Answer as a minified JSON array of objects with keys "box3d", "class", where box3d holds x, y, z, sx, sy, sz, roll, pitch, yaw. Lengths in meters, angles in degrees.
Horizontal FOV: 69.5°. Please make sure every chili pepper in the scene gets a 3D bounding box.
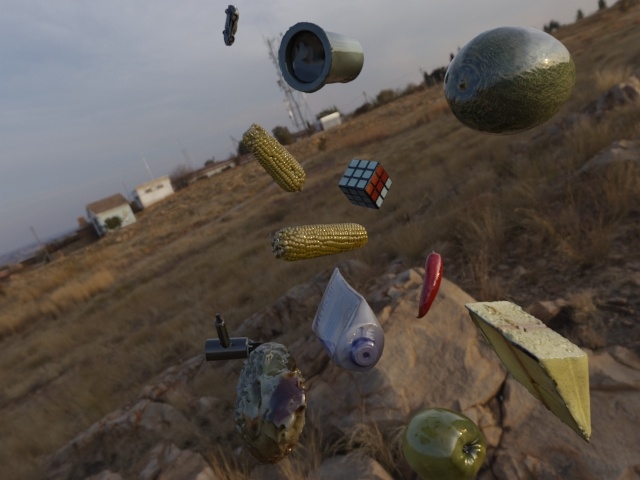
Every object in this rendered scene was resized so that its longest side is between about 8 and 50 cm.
[{"box3d":[0.527,0.190,2.240,0.137,0.092,0.368,133,159,-65],"class":"chili pepper"}]

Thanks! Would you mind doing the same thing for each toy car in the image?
[{"box3d":[-0.210,-0.504,1.088,0.025,0.041,0.093,-13,-34,-30],"class":"toy car"}]

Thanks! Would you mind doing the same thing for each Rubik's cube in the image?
[{"box3d":[0.206,-0.258,2.100,0.162,0.160,0.163,13,68,40],"class":"Rubik's cube"}]

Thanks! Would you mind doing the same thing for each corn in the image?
[{"box3d":[-0.182,-0.326,1.894,0.130,0.347,0.130,-33,30,22],"class":"corn"},{"box3d":[0.000,0.000,1.409,0.305,0.106,0.106,-7,5,-24],"class":"corn"}]

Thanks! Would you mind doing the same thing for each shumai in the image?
[{"box3d":[-0.148,0.457,1.306,0.217,0.346,0.283,4,-18,-1],"class":"shumai"}]

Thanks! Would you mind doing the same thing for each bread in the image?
[{"box3d":[0.670,0.430,1.510,0.242,0.405,0.345,-9,17,-22],"class":"bread"}]

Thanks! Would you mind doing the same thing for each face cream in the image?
[{"box3d":[0.071,0.251,1.403,0.137,0.235,0.420,17,9,-19],"class":"face cream"}]

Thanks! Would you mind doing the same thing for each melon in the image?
[{"box3d":[0.448,-0.374,1.087,0.329,0.248,0.248,-15,8,-26],"class":"melon"}]

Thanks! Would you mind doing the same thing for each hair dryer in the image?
[{"box3d":[-0.299,0.318,1.544,0.195,0.248,0.078,-4,48,-2],"class":"hair dryer"}]

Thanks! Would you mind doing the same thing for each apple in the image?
[{"box3d":[0.412,0.690,1.551,0.262,0.262,0.262,-20,11,4],"class":"apple"}]

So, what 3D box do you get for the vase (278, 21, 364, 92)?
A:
[{"box3d":[0.017,-0.691,1.753,0.245,0.245,0.291,-13,10,37],"class":"vase"}]
